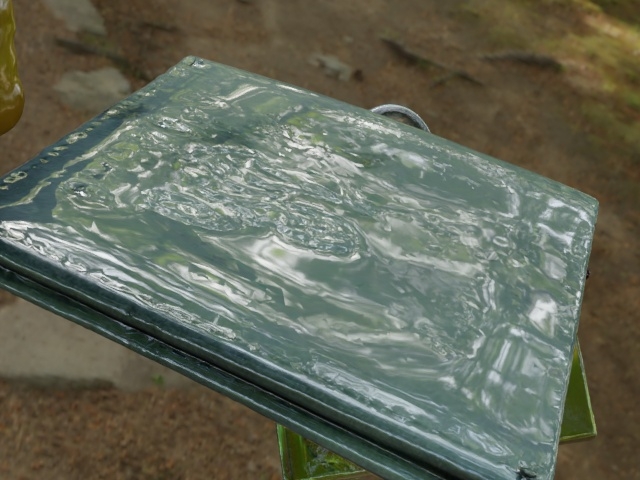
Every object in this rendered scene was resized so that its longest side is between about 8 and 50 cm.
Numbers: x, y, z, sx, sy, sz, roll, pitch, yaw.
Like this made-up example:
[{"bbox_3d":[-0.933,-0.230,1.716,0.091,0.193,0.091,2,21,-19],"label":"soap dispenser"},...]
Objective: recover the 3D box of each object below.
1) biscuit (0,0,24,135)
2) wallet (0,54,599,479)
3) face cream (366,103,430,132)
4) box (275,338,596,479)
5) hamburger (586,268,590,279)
[{"bbox_3d":[-0.189,-0.109,0.370,0.174,0.183,0.039,-10,24,-19],"label":"biscuit"},{"bbox_3d":[0.000,0.001,0.553,0.251,0.054,0.290,23,27,7],"label":"wallet"},{"bbox_3d":[0.010,-0.062,1.031,0.075,0.075,0.229,4,-6,-24],"label":"face cream"},{"bbox_3d":[0.105,0.140,1.217,0.311,0.043,0.173,-10,72,4],"label":"box"},{"bbox_3d":[0.161,0.020,1.134,0.189,0.093,0.164,-40,65,-18],"label":"hamburger"}]
